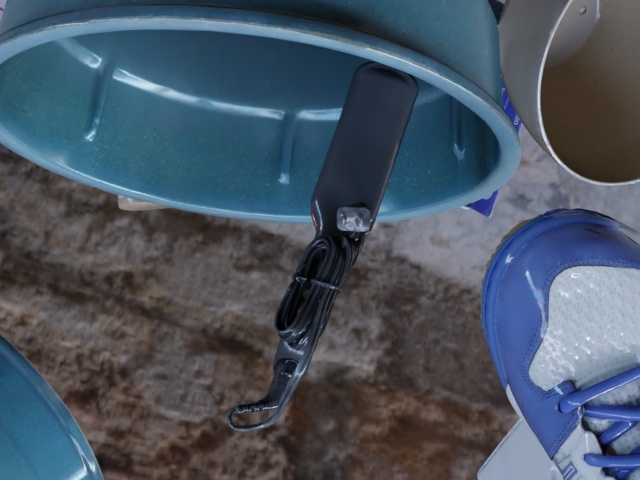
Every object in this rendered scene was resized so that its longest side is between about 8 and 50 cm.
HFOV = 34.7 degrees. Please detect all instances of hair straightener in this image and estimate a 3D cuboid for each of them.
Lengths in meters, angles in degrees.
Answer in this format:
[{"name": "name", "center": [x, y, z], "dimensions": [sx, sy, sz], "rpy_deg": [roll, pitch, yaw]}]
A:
[{"name": "hair straightener", "center": [0.000, 0.000, 0.578], "dimensions": [0.047, 0.230, 0.089], "rpy_deg": [24, 168, 4]}]

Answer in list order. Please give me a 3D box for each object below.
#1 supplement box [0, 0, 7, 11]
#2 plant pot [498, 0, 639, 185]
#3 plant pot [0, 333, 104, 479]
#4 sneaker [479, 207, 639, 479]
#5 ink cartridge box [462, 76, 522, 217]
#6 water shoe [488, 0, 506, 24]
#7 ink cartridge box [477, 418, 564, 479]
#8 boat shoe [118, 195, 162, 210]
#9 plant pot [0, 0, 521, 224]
[{"name": "supplement box", "center": [-0.291, -0.293, 0.809], "dimensions": [0.111, 0.114, 0.220], "rpy_deg": [29, 169, 17]}, {"name": "plant pot", "center": [0.310, -0.229, 1.141], "dimensions": [0.284, 0.191, 0.284], "rpy_deg": [-12, 123, -20]}, {"name": "plant pot", "center": [-0.364, 0.226, 0.844], "dimensions": [0.272, 0.255, 0.271], "rpy_deg": [24, 134, 28]}, {"name": "sneaker", "center": [0.174, 0.122, 0.492], "dimensions": [0.112, 0.131, 0.296], "rpy_deg": [-27, 106, 6]}, {"name": "ink cartridge box", "center": [0.234, -0.174, 1.679], "dimensions": [0.045, 0.224, 0.223], "rpy_deg": [9, 104, -29]}, {"name": "water shoe", "center": [0.265, -0.300, 1.296], "dimensions": [0.203, 0.080, 0.073], "rpy_deg": [28, 157, -12]}, {"name": "ink cartridge box", "center": [0.282, 0.251, 0.805], "dimensions": [0.273, 0.198, 0.114], "rpy_deg": [22, 116, -22]}, {"name": "boat shoe", "center": [-0.164, -0.100, 1.470], "dimensions": [0.285, 0.092, 0.103], "rpy_deg": [-10, -175, -39]}, {"name": "plant pot", "center": [-0.031, -0.216, 0.682], "dimensions": [0.341, 0.334, 0.341], "rpy_deg": [6, 166, 1]}]
